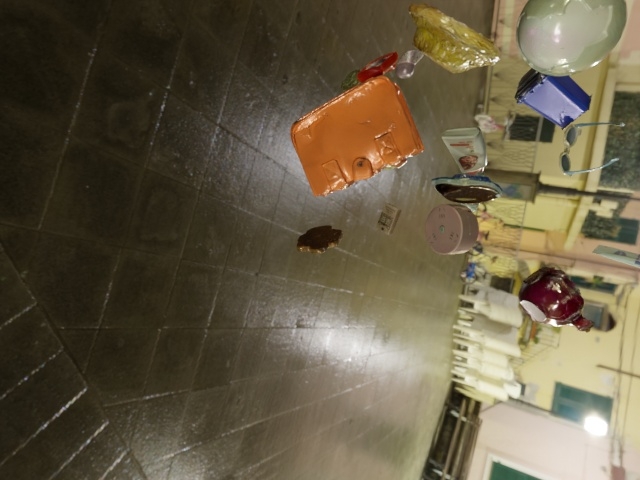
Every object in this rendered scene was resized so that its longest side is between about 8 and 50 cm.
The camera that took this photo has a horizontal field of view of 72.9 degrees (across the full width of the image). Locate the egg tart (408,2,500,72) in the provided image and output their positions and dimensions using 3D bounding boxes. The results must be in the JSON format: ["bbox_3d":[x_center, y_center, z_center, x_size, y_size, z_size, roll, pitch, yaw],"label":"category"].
[{"bbox_3d":[0.534,-0.827,1.817,0.443,0.443,0.178,-27,153,-58],"label":"egg tart"}]

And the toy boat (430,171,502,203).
[{"bbox_3d":[0.549,-0.208,1.631,0.114,0.261,0.115,93,-4,-51],"label":"toy boat"}]

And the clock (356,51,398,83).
[{"bbox_3d":[0.216,-0.639,1.619,0.155,0.113,0.061,-50,123,-40],"label":"clock"}]

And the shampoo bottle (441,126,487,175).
[{"bbox_3d":[0.603,-0.329,1.764,0.284,0.153,0.071,58,48,-38],"label":"shampoo bottle"}]

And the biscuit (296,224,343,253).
[{"bbox_3d":[0.000,0.000,1.946,0.290,0.208,0.041,-81,160,-67],"label":"biscuit"}]

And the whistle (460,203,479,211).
[{"bbox_3d":[0.792,-0.235,2.272,0.101,0.106,0.253,-20,131,-25],"label":"whistle"}]

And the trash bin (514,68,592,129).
[{"bbox_3d":[0.850,-0.531,1.588,0.184,0.234,0.162,-57,-174,-34],"label":"trash bin"}]

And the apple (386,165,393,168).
[{"bbox_3d":[0.281,-0.463,2.013,0.292,0.291,0.254,6,98,-64],"label":"apple"}]

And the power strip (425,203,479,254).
[{"bbox_3d":[0.390,-0.032,1.301,0.078,0.154,0.154,-2,104,-32],"label":"power strip"}]

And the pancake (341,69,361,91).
[{"bbox_3d":[0.128,-0.639,1.733,0.017,0.108,0.108,35,69,-47],"label":"pancake"}]

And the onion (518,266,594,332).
[{"bbox_3d":[0.675,0.189,1.242,0.139,0.218,0.195,-39,173,-5],"label":"onion"}]

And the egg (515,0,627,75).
[{"bbox_3d":[0.730,-0.635,1.287,0.336,0.278,0.279,-18,119,-31],"label":"egg"}]

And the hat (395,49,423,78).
[{"bbox_3d":[0.234,-0.459,1.139,0.058,0.087,0.042,4,67,-45],"label":"hat"}]

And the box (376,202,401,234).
[{"bbox_3d":[0.203,-0.064,1.291,0.024,0.053,0.083,4,111,-43],"label":"box"}]

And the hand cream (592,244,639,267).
[{"bbox_3d":[1.017,0.079,1.323,0.109,0.320,0.067,-18,121,-45],"label":"hand cream"}]

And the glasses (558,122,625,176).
[{"bbox_3d":[0.919,-0.330,1.494,0.220,0.088,0.190,178,-74,-81],"label":"glasses"}]

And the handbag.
[{"bbox_3d":[0.117,-0.352,1.511,0.304,0.410,0.116,68,22,1],"label":"handbag"}]
